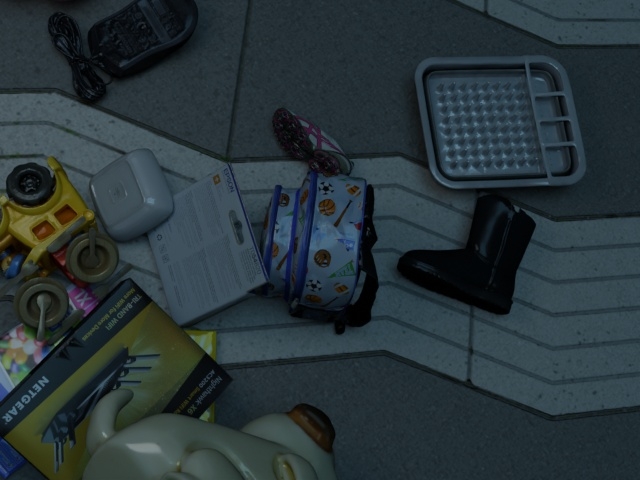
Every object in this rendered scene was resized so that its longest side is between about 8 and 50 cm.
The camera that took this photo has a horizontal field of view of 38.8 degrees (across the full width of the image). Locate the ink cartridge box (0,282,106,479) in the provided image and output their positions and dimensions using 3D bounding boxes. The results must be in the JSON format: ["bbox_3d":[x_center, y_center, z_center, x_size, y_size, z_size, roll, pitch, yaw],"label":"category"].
[{"bbox_3d":[-0.451,0.220,1.501,0.311,0.065,0.186,-40,85,-19],"label":"ink cartridge box"}]

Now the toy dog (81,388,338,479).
[{"bbox_3d":[-0.135,0.386,1.354,0.395,0.284,0.408,41,23,31],"label":"toy dog"}]

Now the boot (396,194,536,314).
[{"bbox_3d":[0.278,0.006,1.717,0.247,0.094,0.207,22,72,-13],"label":"boot"}]

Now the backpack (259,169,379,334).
[{"bbox_3d":[0.000,0.000,1.566,0.213,0.263,0.276,4,72,-12],"label":"backpack"}]

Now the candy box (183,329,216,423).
[{"bbox_3d":[-0.232,0.254,1.557,0.105,0.027,0.205,4,72,-14],"label":"candy box"}]

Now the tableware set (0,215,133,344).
[{"bbox_3d":[-0.404,0.067,1.454,0.194,0.039,0.128,-44,116,-7],"label":"tableware set"}]

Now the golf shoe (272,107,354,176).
[{"bbox_3d":[-0.016,-0.183,1.737,0.186,0.067,0.086,47,37,9],"label":"golf shoe"}]

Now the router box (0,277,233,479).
[{"bbox_3d":[-0.332,0.252,1.449,0.243,0.081,0.309,46,69,-11],"label":"router box"}]

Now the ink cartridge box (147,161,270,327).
[{"bbox_3d":[-0.190,0.010,1.558,0.045,0.224,0.223,2,67,-56],"label":"ink cartridge box"}]

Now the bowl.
[{"bbox_3d":[-0.339,-0.080,1.586,0.142,0.053,0.142,-29,76,20],"label":"bowl"}]

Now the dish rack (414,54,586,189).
[{"bbox_3d":[0.350,-0.230,1.825,0.333,0.072,0.285,-3,74,-14],"label":"dish rack"}]

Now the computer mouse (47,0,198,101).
[{"bbox_3d":[-0.358,-0.384,1.717,0.272,0.072,0.188,-26,82,-7],"label":"computer mouse"}]

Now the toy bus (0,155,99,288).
[{"bbox_3d":[-0.470,0.005,1.510,0.220,0.149,0.211,-38,80,-20],"label":"toy bus"}]
